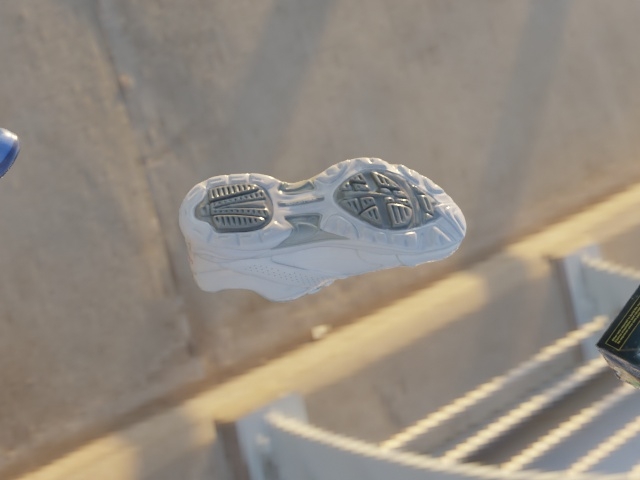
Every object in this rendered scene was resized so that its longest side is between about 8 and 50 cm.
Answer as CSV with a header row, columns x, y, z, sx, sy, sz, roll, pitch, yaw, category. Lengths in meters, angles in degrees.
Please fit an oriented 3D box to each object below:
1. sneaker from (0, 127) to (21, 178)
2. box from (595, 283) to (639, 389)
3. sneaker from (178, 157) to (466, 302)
x,y,z,sx,sy,sz,roll,pitch,yaw,category
-0.258,-0.061,1.197,0.059,0.144,0.053,66,35,-41,sneaker
0.291,0.011,1.088,0.233,0.159,0.044,-52,137,-11,box
0.000,0.000,1.525,0.115,0.232,0.090,98,-9,-53,sneaker
